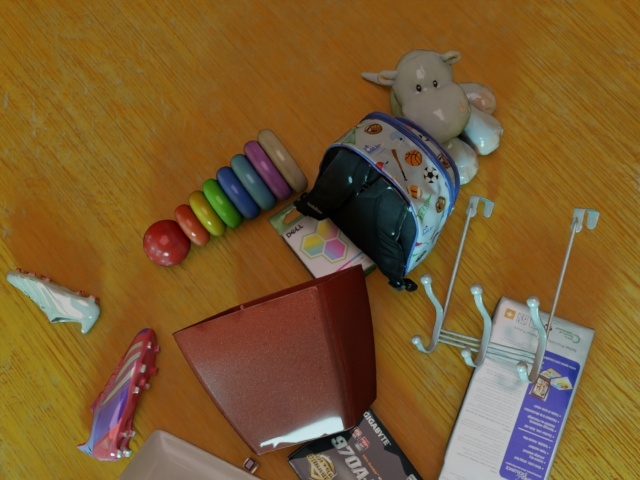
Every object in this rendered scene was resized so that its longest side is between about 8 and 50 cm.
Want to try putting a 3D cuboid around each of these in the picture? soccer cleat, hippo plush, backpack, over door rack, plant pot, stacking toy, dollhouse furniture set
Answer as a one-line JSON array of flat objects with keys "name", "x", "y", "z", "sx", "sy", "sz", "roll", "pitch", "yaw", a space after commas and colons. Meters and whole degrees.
[{"name": "soccer cleat", "x": -0.364, "y": 0.274, "z": 1.470, "sx": 0.095, "sy": 0.083, "sz": 0.248, "roll": 11, "pitch": 78, "yaw": 11}, {"name": "hippo plush", "x": 0.226, "y": -0.265, "z": 1.500, "sx": 0.234, "sy": 0.236, "sz": 0.294, "roll": -16, "pitch": 74, "yaw": -1}, {"name": "backpack", "x": 0.117, "y": -0.086, "z": 1.389, "sx": 0.276, "sy": 0.263, "sz": 0.213, "roll": 39, "pitch": 72, "yaw": 11}, {"name": "over door rack", "x": 0.308, "y": 0.062, "z": 1.416, "sx": 0.240, "sy": 0.108, "sz": 0.324, "roll": 11, "pitch": 72, "yaw": 44}, {"name": "soccer cleat", "x": -0.512, "y": 0.111, "z": 1.531, "sx": 0.196, "sy": 0.068, "sz": 0.076, "roll": 21, "pitch": 80, "yaw": 6}, {"name": "plant pot", "x": -0.042, "y": 0.203, "z": 1.361, "sx": 0.267, "sy": 0.267, "sz": 0.235, "roll": -20, "pitch": 89, "yaw": 18}, {"name": "stacking toy", "x": -0.191, "y": -0.065, "z": 1.539, "sx": 0.330, "sy": 0.141, "sz": 0.141, "roll": -36, "pitch": 75, "yaw": 1}, {"name": "dollhouse furniture set", "x": -0.138, "y": 0.340, "z": 1.434, "sx": 0.114, "sy": 0.081, "sz": 0.091, "roll": 37, "pitch": 80, "yaw": 12}]

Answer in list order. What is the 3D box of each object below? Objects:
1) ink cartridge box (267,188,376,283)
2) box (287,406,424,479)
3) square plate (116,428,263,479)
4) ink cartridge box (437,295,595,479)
[{"name": "ink cartridge box", "x": 0.000, "y": 0.000, "z": 1.531, "sx": 0.109, "sy": 0.062, "sz": 0.209, "roll": -37, "pitch": 75, "yaw": -7}, {"name": "box", "x": 0.073, "y": 0.419, "z": 1.410, "sx": 0.175, "sy": 0.051, "sz": 0.220, "roll": -34, "pitch": 75, "yaw": -10}, {"name": "square plate", "x": -0.210, "y": 0.506, "z": 1.326, "sx": 0.344, "sy": 0.049, "sz": 0.347, "roll": 24, "pitch": 37, "yaw": 10}, {"name": "ink cartridge box", "x": 0.339, "y": 0.298, "z": 1.427, "sx": 0.176, "sy": 0.069, "sz": 0.370, "roll": 21, "pitch": 74, "yaw": 8}]
